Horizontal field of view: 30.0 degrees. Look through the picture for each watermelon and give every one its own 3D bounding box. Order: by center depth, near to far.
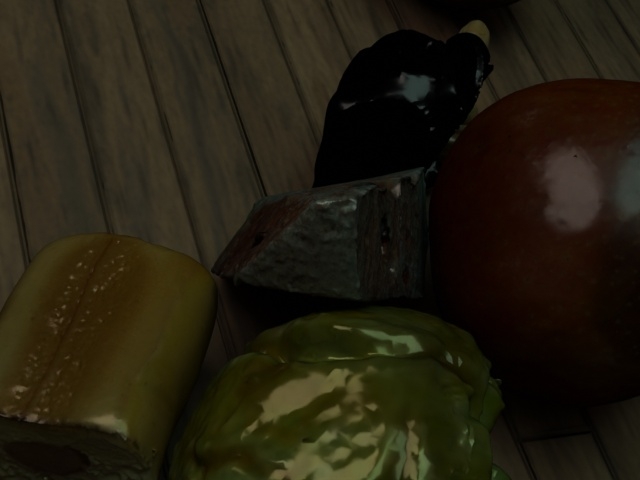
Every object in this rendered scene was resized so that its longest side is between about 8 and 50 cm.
[{"bbox_3d":[0.000,0.000,0.756,0.154,0.241,0.094,0,93,1],"label":"watermelon"}]

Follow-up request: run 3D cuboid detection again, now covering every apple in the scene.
[{"bbox_3d":[0.192,0.002,0.811,0.230,0.230,0.230,10,48,-11],"label":"apple"}]

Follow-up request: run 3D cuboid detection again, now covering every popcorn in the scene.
[{"bbox_3d":[0.014,0.135,0.674,0.204,0.184,0.221,-5,35,27],"label":"popcorn"}]

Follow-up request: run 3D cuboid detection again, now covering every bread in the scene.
[{"bbox_3d":[-0.138,0.080,0.731,0.134,0.085,0.173,7,46,15],"label":"bread"}]

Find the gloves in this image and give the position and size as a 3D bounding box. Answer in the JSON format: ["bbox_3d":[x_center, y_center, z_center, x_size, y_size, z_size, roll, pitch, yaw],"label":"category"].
[{"bbox_3d":[0.072,-0.102,0.943,0.124,0.164,0.203,38,22,-5],"label":"gloves"}]

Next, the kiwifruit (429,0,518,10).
[{"bbox_3d":[0.128,-0.315,1.098,0.196,0.196,0.234,-14,54,-29],"label":"kiwifruit"}]
